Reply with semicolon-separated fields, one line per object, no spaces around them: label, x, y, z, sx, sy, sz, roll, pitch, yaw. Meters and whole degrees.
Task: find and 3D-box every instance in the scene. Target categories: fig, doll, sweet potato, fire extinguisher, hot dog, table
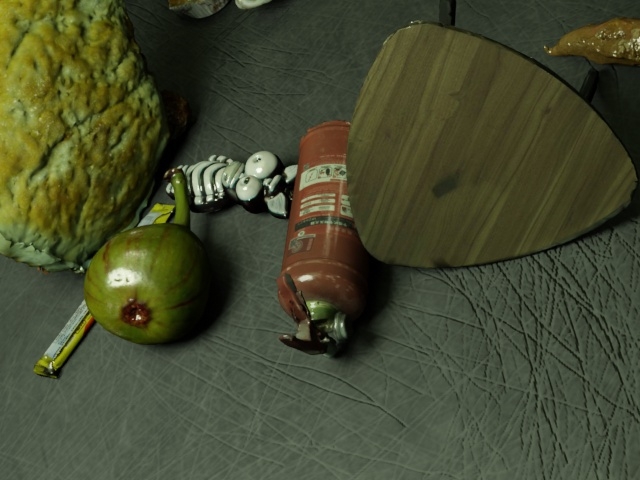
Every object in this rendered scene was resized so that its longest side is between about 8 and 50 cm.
fig;-0.200;0.022;1.496;0.151;0.151;0.259;-15;30;20
doll;-0.112;-0.075;1.561;0.219;0.067;0.091;5;54;33
sweet potato;0.358;-0.238;1.421;0.206;0.060;0.068;8;41;47
fire extinguisher;0.000;0.000;1.367;0.107;0.147;0.337;-14;46;24
hot dog;-0.194;-0.461;1.946;0.131;0.069;0.252;-18;45;19
table;0.199;-0.150;1.346;0.317;0.317;0.249;-14;34;21

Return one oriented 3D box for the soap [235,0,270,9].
soap;-0.099;-0.533;1.881;0.304;0.169;0.339;-35;42;-15

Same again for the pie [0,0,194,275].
pie;-0.368;-0.170;1.548;0.181;0.418;0.395;10;61;31

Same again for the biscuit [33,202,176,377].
biscuit;-0.288;0.060;1.581;0.048;0.026;0.292;12;60;43
